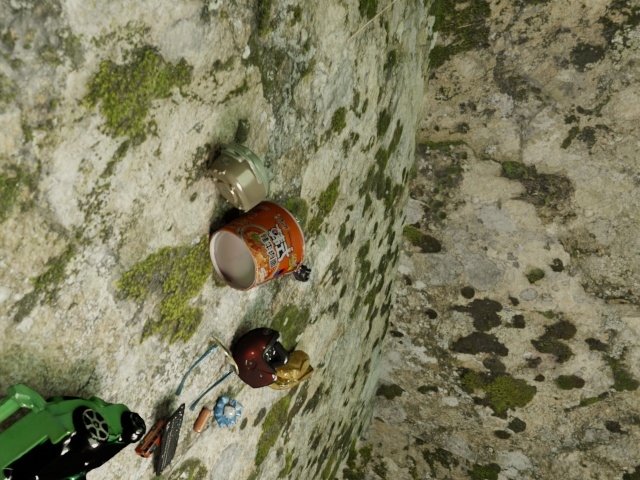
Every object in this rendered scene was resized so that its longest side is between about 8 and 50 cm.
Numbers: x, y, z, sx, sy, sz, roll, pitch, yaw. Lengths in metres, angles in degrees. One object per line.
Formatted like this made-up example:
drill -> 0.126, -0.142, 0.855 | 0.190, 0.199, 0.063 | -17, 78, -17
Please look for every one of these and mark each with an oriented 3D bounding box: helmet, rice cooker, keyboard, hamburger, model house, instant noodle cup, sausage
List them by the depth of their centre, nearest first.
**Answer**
rice cooker -> -0.228, -0.176, 1.446 | 0.127, 0.145, 0.206 | -52, 148, -20
instant noodle cup -> -0.198, 0.027, 1.550 | 0.192, 0.250, 0.251 | -32, 135, -46
keyboard -> -0.451, 0.603, 1.551 | 0.106, 0.016, 0.262 | -47, 159, -57
sausage -> -0.397, 0.606, 1.733 | 0.083, 0.034, 0.034 | -64, 156, -22
helmet -> -0.212, 0.410, 1.815 | 0.189, 0.193, 0.216 | -39, 150, -73
model house -> -0.111, -0.058, 1.915 | 0.083, 0.066, 0.079 | -51, 165, -6
hamburger -> -0.117, 0.570, 2.229 | 0.262, 0.130, 0.124 | -20, 124, -57

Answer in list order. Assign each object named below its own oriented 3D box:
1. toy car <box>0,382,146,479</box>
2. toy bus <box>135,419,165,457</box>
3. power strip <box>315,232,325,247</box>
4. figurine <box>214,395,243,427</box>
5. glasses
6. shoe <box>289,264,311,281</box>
toy car -> -0.543, 0.414, 1.087 | 0.213, 0.176, 0.359 | -39, 162, 0
toy bus -> -0.486, 0.578, 1.498 | 0.110, 0.043, 0.031 | -54, 151, -39
power strip -> 0.000, 0.000, 2.245 | 0.040, 0.016, 0.090 | -68, 157, -13
figurine -> -0.333, 0.613, 1.826 | 0.114, 0.079, 0.114 | 4, 84, -47
glasses -> -0.350, 0.444, 1.660 | 0.221, 0.088, 0.190 | -57, 153, -33
shoe -> -0.078, 0.118, 2.043 | 0.071, 0.099, 0.169 | -60, 153, -24
